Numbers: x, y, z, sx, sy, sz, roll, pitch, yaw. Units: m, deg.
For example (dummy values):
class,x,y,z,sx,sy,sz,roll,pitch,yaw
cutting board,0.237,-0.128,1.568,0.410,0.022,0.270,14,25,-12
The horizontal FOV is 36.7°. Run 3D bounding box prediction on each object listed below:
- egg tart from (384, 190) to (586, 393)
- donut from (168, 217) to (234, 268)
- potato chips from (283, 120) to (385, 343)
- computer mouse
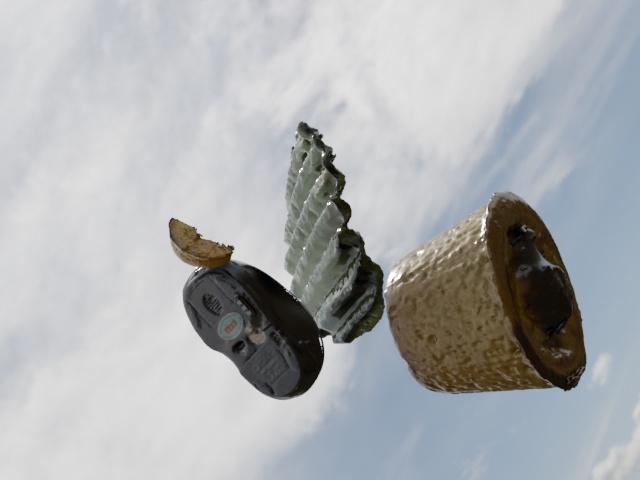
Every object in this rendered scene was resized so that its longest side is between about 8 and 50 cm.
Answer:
class,x,y,z,sx,sy,sz,roll,pitch,yaw
egg tart,0.176,0.065,1.000,0.215,0.171,0.215,35,-135,-43
donut,-0.156,0.008,1.247,0.083,0.067,0.038,3,-46,-16
potato chips,0.000,0.000,1.586,0.070,0.358,0.429,-11,-19,-15
computer mouse,-0.089,0.118,1.369,0.137,0.233,0.096,-43,-2,41
